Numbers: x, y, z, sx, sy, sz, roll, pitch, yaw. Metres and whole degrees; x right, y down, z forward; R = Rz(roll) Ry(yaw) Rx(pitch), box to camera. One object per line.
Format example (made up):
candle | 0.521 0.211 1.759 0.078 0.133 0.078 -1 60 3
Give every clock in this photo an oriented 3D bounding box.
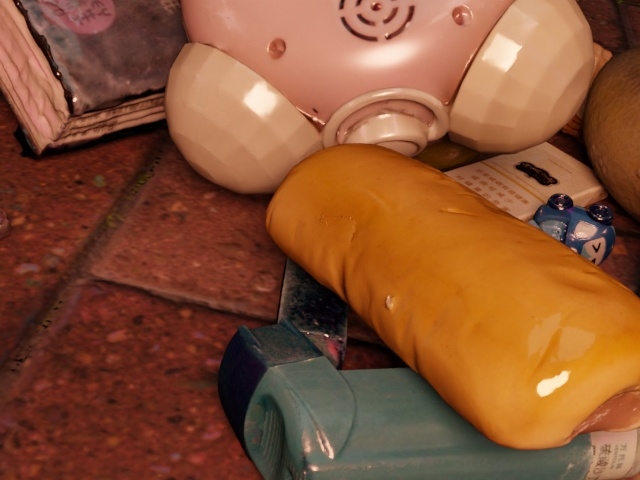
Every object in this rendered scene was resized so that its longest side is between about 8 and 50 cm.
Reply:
clock | 0.034 -0.208 0.801 0.342 0.184 0.325 -10 72 10

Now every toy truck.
toy truck | 0.209 0.009 0.825 0.073 0.056 0.090 18 47 18

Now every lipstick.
lipstick | 0.000 0.000 0.774 0.051 0.051 0.312 7 31 0

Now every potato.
potato | 0.342 -0.096 0.914 0.178 0.160 0.235 41 31 -34

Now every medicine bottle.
medicine bottle | 0.070 0.112 0.598 0.258 0.079 0.124 2 29 -15

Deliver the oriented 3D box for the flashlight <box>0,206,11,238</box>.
flashlight | -0.278 -0.035 0.761 0.052 0.031 0.110 -39 58 -21

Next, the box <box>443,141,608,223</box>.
box | 0.197 -0.053 0.933 0.167 0.024 0.090 -18 44 -37

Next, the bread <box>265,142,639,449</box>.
bread | 0.081 0.017 0.606 0.142 0.091 0.305 0 25 -35

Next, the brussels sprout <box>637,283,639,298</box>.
brussels sprout | 0.341 0.056 0.663 0.219 0.210 0.271 10 49 7

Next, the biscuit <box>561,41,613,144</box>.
biscuit | 0.186 -0.210 1.004 0.379 0.054 0.094 28 75 -13

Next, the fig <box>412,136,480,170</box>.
fig | 0.087 -0.133 0.916 0.186 0.142 0.148 -28 65 -26

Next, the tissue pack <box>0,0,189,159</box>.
tissue pack | -0.166 -0.240 0.941 0.361 0.122 0.259 -21 78 -42
